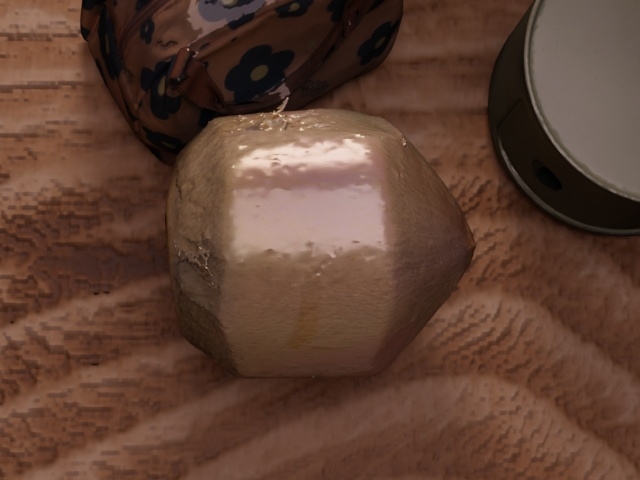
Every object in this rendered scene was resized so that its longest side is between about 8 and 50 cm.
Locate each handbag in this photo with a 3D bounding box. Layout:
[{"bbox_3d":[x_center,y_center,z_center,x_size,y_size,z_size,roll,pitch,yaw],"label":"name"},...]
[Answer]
[{"bbox_3d":[-0.062,-0.197,1.011,0.251,0.193,0.190,-29,86,-10],"label":"handbag"}]

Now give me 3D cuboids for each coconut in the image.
[{"bbox_3d":[0.000,0.000,0.970,0.234,0.224,0.224,-11,79,-1],"label":"coconut"}]

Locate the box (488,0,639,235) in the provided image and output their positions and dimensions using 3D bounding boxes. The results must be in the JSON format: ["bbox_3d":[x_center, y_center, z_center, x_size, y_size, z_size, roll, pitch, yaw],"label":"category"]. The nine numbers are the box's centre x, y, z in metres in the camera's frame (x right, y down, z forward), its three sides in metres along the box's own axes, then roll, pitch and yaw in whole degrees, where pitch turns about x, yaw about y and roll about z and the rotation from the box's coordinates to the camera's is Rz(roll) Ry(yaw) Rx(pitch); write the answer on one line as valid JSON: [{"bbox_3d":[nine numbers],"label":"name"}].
[{"bbox_3d":[0.261,-0.124,1.045,0.226,0.149,0.226,1,80,-4],"label":"box"}]
